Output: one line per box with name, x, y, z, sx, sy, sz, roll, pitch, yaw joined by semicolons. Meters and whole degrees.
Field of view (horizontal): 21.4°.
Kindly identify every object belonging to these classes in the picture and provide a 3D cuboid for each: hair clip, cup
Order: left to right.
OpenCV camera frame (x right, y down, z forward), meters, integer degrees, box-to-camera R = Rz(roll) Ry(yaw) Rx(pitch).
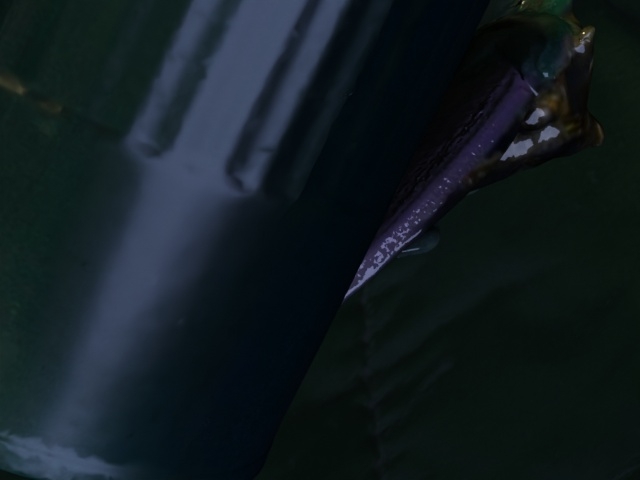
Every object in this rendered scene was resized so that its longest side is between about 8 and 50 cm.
cup;-0.046;-0.081;0.685;0.308;0.242;0.292;11;111;-44
hair clip;0.001;0.001;0.860;0.358;0.110;0.095;-33;154;-6

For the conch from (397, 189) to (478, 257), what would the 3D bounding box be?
conch;0.050;-0.042;0.956;0.180;0.065;0.088;-15;146;-16
